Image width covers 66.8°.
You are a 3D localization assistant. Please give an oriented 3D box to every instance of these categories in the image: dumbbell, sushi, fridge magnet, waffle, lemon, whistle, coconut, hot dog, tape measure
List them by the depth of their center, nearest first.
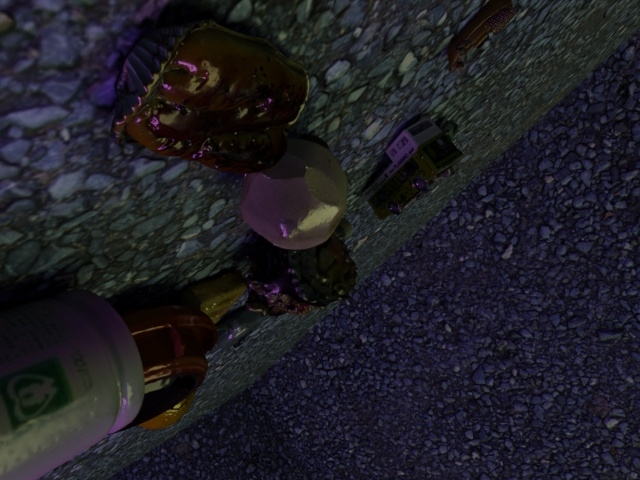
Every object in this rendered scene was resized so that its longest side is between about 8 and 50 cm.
[{"bbox_3d":[-0.100,-0.142,0.523,0.162,0.082,0.270,-46,164,21],"label":"hot dog"},{"bbox_3d":[-0.042,-0.066,0.727,0.161,0.161,0.162,-48,-163,33],"label":"coconut"},{"bbox_3d":[-0.021,-0.130,0.837,0.046,0.052,0.118,-46,171,-28],"label":"dumbbell"},{"bbox_3d":[-0.363,0.250,0.914,0.364,0.155,0.363,-26,156,-12],"label":"fridge magnet"},{"bbox_3d":[-0.057,0.064,1.076,0.239,0.224,0.219,23,145,-28],"label":"sushi"},{"bbox_3d":[-0.291,0.177,1.112,0.274,0.057,0.168,-46,165,28],"label":"waffle"},{"bbox_3d":[-0.408,0.386,1.230,0.181,0.181,0.193,-18,134,-57],"label":"lemon"},{"bbox_3d":[0.308,-0.233,1.338,0.180,0.093,0.269,-41,162,-21],"label":"whistle"},{"bbox_3d":[-0.293,0.282,1.402,0.330,0.084,0.164,-23,155,-55],"label":"tape measure"}]

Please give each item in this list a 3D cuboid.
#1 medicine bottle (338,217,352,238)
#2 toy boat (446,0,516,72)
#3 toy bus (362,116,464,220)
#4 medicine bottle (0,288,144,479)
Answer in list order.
[{"bbox_3d":[0.000,0.000,1.290,0.218,0.074,0.074,-27,162,-48],"label":"medicine bottle"},{"bbox_3d":[0.283,-0.369,0.876,0.149,0.049,0.047,-45,166,26],"label":"toy boat"},{"bbox_3d":[0.210,-0.161,1.195,0.113,0.139,0.301,-32,173,-27],"label":"toy bus"},{"bbox_3d":[-0.400,0.199,0.560,0.325,0.212,0.212,-22,159,-52],"label":"medicine bottle"}]
